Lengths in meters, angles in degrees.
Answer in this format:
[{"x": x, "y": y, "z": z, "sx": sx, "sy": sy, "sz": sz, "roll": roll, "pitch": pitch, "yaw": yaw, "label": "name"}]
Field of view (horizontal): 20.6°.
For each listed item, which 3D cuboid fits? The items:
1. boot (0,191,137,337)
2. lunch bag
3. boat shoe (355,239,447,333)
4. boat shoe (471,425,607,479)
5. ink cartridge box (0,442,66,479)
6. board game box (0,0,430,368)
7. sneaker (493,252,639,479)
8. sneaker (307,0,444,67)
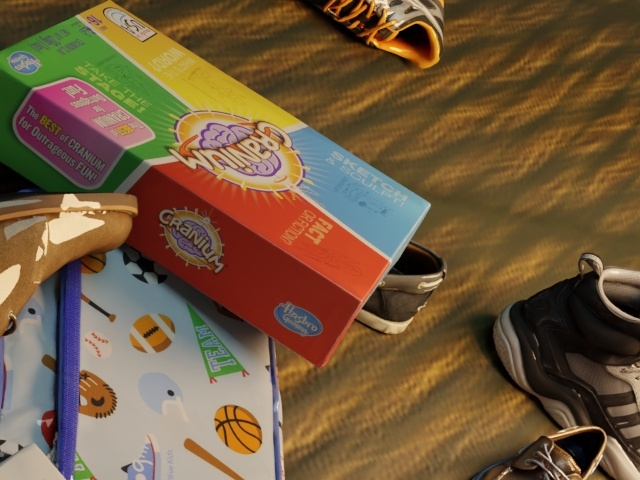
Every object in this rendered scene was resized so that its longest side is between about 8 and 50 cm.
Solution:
[{"x": -0.226, "y": 0.030, "z": 1.105, "sx": 0.305, "sy": 0.112, "sz": 0.115, "roll": -16, "pitch": 94, "yaw": -53, "label": "boot"}, {"x": -0.148, "y": 0.113, "z": 1.217, "sx": 0.243, "sy": 0.115, "sz": 0.303, "roll": 22, "pitch": 41, "yaw": -26, "label": "lunch bag"}, {"x": 0.000, "y": 0.000, "z": 1.500, "sx": 0.233, "sy": 0.079, "sz": 0.084, "roll": 24, "pitch": 42, "yaw": -24, "label": "boat shoe"}, {"x": 0.184, "y": 0.198, "z": 1.492, "sx": 0.066, "sy": 0.066, "sz": 0.183, "roll": 50, "pitch": 36, "yaw": 7, "label": "boat shoe"}, {"x": -0.171, "y": 0.297, "z": 0.942, "sx": 0.270, "sy": 0.197, "sz": 0.198, "roll": 49, "pitch": 36, "yaw": 5, "label": "ink cartridge box"}, {"x": -0.086, "y": -0.054, "z": 1.334, "sx": 0.316, "sy": 0.064, "sz": 0.242, "roll": 32, "pitch": 23, "yaw": 3, "label": "board game box"}, {"x": 0.295, "y": 0.127, "z": 1.596, "sx": 0.268, "sy": 0.153, "sz": 0.101, "roll": 41, "pitch": 37, "yaw": -5, "label": "sneaker"}, {"x": 0.049, "y": -0.240, "z": 1.777, "sx": 0.215, "sy": 0.084, "sz": 0.083, "roll": 16, "pitch": 50, "yaw": -35, "label": "sneaker"}]
